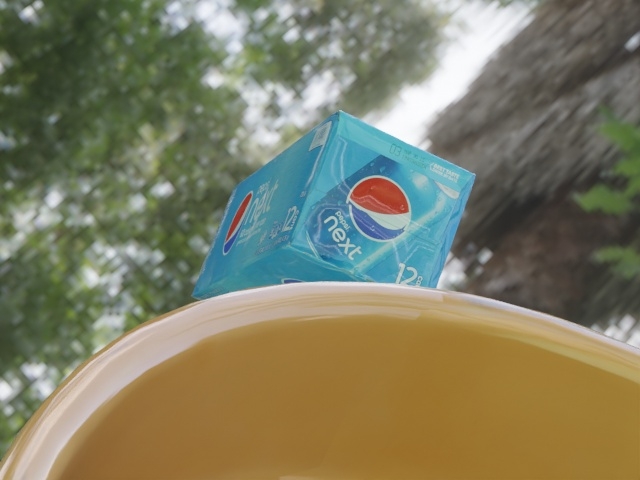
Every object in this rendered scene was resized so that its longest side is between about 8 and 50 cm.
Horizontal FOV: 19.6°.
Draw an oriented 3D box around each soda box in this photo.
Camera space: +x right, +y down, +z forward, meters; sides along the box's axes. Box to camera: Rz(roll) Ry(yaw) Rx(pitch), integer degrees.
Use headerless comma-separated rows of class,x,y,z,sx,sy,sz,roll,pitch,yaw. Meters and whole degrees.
soda box,0.000,0.000,0.898,0.071,0.067,0.210,23,-12,-11

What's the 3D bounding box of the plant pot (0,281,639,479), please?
plant pot,0.032,0.177,0.381,0.291,0.291,0.203,37,-59,14
